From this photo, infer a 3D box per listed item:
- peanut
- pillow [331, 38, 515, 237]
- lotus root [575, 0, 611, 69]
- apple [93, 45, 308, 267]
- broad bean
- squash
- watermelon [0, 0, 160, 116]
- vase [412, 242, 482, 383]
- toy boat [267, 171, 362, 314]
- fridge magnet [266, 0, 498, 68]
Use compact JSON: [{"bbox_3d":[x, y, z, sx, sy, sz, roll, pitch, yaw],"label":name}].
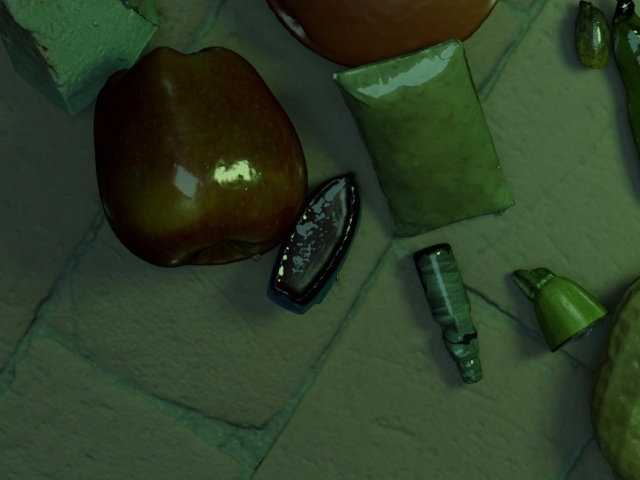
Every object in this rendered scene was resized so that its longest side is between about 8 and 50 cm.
[{"bbox_3d":[0.470,0.203,1.899,0.174,0.158,0.339,8,107,-26],"label":"peanut"},{"bbox_3d":[0.149,-0.132,1.872,0.185,0.075,0.302,-16,125,12],"label":"pillow"},{"bbox_3d":[0.380,-0.288,1.870,0.049,0.054,0.099,-6,99,17],"label":"lotus root"},{"bbox_3d":[-0.170,-0.106,1.854,0.288,0.288,0.316,-21,84,9],"label":"apple"},{"bbox_3d":[0.464,-0.197,1.873,0.077,0.061,0.338,-17,98,-6],"label":"broad bean"},{"bbox_3d":[0.341,0.082,1.932,0.105,0.105,0.132,-37,76,11],"label":"squash"},{"bbox_3d":[-0.378,-0.360,1.836,0.229,0.258,0.387,-15,101,11],"label":"watermelon"},{"bbox_3d":[0.194,0.110,1.957,0.060,0.060,0.211,-17,98,9],"label":"vase"},{"bbox_3d":[0.000,0.000,1.943,0.100,0.097,0.223,27,85,4],"label":"toy boat"},{"bbox_3d":[0.084,-0.413,1.829,0.364,0.155,0.363,1,100,6],"label":"fridge magnet"}]
